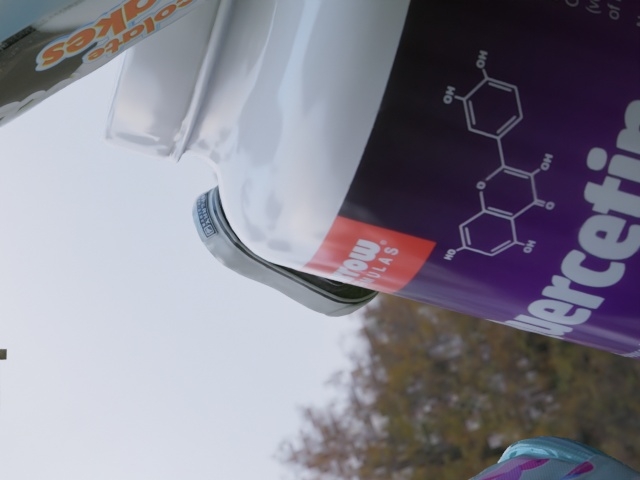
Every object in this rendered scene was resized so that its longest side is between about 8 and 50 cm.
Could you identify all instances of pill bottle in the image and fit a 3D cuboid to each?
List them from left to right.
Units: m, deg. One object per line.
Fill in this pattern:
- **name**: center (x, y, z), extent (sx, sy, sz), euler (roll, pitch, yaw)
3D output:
- **pill bottle**: center (0.082, -0.056, 0.645), extent (0.323, 0.181, 0.181), euler (14, -143, -9)

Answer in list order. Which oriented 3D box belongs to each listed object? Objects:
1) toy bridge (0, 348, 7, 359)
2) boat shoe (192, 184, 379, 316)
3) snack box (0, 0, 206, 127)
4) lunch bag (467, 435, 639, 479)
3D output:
- **toy bridge**: center (-0.249, 0.057, 0.792), extent (0.026, 0.188, 0.063), euler (7, -97, -84)
- **boat shoe**: center (0.000, 0.000, 1.099), extent (0.219, 0.070, 0.078), euler (19, -132, -59)
- **snack box**: center (-0.138, -0.116, 0.447), extent (0.187, 0.322, 0.060), euler (56, 173, 10)
- **lunch bag**: center (0.135, 0.213, 0.583), extent (0.108, 0.279, 0.224), euler (-29, -54, -30)
